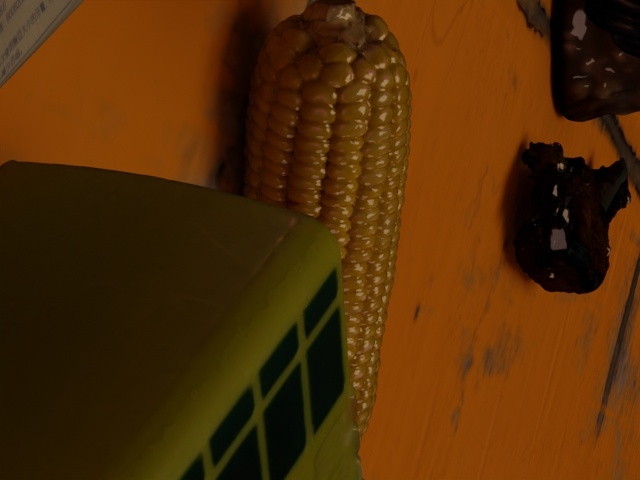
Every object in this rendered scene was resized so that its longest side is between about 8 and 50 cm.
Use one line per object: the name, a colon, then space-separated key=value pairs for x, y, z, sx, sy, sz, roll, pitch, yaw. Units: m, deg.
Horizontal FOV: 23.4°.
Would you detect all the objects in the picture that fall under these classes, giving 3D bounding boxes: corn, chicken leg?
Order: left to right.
corn: x=0.000 y=0.000 z=0.631 sx=0.067 sy=0.067 sz=0.206 roll=-44 pitch=143 yaw=-54
chicken leg: x=0.182 y=-0.015 z=1.093 sx=0.253 sy=0.051 sz=0.106 roll=-7 pitch=103 yaw=-70

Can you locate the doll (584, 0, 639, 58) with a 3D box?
doll: x=0.119 y=-0.199 z=0.490 sx=0.240 sy=0.310 sz=0.284 roll=-3 pitch=104 yaw=-69

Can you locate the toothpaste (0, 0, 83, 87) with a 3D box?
toothpaste: x=-0.107 y=-0.038 z=0.400 sx=0.218 sy=0.033 sz=0.052 roll=-59 pitch=153 yaw=-44

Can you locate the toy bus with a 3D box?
toy bus: x=-0.093 y=0.099 z=0.381 sx=0.262 sy=0.128 sz=0.150 roll=-53 pitch=147 yaw=-48

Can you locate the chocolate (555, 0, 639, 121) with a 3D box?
chocolate: x=0.290 y=-0.232 z=1.019 sx=0.225 sy=0.210 sz=0.340 roll=-25 pitch=125 yaw=-60
